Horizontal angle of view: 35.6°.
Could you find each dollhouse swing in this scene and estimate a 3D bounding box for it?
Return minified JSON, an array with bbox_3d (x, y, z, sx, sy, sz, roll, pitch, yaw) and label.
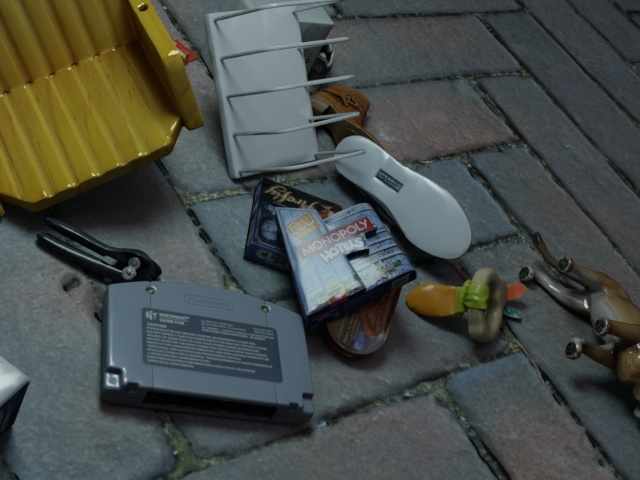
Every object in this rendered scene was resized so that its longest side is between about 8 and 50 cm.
[{"bbox_3d":[-0.393,-0.278,1.394,0.347,0.305,0.315,-25,60,-12],"label":"dollhouse swing"}]

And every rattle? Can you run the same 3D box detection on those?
[{"bbox_3d":[0.258,0.107,1.716,0.200,0.143,0.130,-27,98,-62],"label":"rattle"}]

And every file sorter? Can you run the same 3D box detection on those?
[{"bbox_3d":[-0.051,-0.258,1.673,0.193,0.173,0.277,-17,103,-38],"label":"file sorter"}]

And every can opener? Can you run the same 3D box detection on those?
[{"bbox_3d":[-0.320,0.023,1.436,0.186,0.073,0.059,21,80,-7],"label":"can opener"}]

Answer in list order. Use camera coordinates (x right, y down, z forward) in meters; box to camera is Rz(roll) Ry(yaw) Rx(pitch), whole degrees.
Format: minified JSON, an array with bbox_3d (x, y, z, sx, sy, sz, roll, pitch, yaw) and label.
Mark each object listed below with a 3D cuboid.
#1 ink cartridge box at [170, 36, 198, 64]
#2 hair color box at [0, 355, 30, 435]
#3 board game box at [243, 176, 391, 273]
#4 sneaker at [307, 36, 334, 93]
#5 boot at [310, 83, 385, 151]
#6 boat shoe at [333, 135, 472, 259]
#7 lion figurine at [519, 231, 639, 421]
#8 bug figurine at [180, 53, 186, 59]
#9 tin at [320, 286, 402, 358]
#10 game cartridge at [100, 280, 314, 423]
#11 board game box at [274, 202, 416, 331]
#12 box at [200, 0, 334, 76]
[{"bbox_3d":[-0.280,-0.352,1.852,0.063,0.029,0.115,40,41,11],"label":"ink cartridge box"},{"bbox_3d":[-0.499,0.226,1.068,0.174,0.105,0.347,36,40,6],"label":"hair color box"},{"bbox_3d":[0.000,0.000,1.655,0.243,0.042,0.165,19,42,-14],"label":"board game box"},{"bbox_3d":[0.002,-0.378,2.008,0.064,0.086,0.192,24,40,-8],"label":"sneaker"},{"bbox_3d":[0.066,-0.229,1.911,0.197,0.073,0.152,38,36,4],"label":"boot"},{"bbox_3d":[0.151,-0.071,1.776,0.301,0.108,0.102,38,2,19],"label":"boat shoe"},{"bbox_3d":[0.518,0.145,1.757,0.240,0.142,0.392,18,37,-26],"label":"lion figurine"},{"bbox_3d":[-0.368,-0.299,1.653,0.216,0.072,0.279,39,41,9],"label":"bug figurine"},{"bbox_3d":[0.063,0.096,1.562,0.106,0.040,0.189,29,59,-13],"label":"tin"},{"bbox_3d":[-0.159,0.151,1.397,0.297,0.062,0.198,11,40,-22],"label":"game cartridge"},{"bbox_3d":[0.019,0.013,1.537,0.194,0.060,0.194,-25,62,-14],"label":"board game box"},{"bbox_3d":[-0.103,-0.379,1.871,0.182,0.181,0.119,-5,52,-35],"label":"box"}]
